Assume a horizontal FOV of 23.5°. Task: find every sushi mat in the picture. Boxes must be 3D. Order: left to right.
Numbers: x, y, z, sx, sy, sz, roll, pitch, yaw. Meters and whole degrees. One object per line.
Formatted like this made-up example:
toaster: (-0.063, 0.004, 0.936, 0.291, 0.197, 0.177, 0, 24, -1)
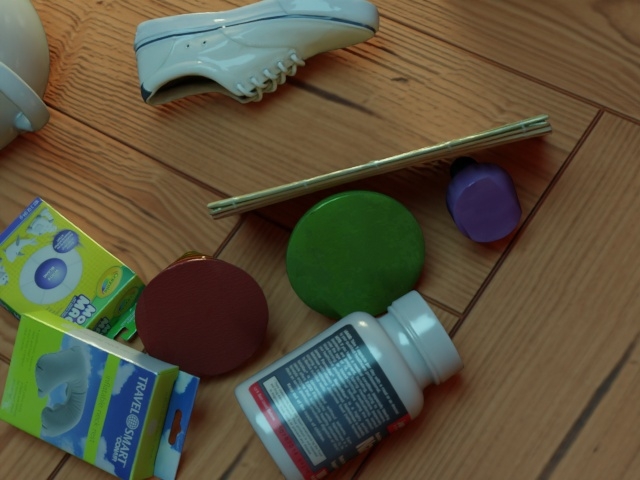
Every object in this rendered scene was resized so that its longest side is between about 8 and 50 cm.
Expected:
sushi mat: (0.054, -0.067, 1.411, 0.316, 0.151, 0.019, -15, 93, 8)

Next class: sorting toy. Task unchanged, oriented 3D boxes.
sorting toy: (0.000, 0.000, 1.425, 0.365, 0.127, 0.126, -22, 27, 0)

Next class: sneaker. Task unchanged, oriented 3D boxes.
sneaker: (-0.063, -0.185, 1.549, 0.258, 0.094, 0.091, -7, 77, 17)

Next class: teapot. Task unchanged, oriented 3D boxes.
teapot: (-0.406, -0.201, 1.572, 0.256, 0.187, 0.253, -11, 68, 5)

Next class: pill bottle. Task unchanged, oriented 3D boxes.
pill bottle: (0.027, 0.124, 1.320, 0.180, 0.108, 0.108, -32, 57, -3)

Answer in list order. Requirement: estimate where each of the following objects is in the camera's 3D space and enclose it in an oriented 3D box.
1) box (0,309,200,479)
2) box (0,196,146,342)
box: (-0.202, 0.143, 1.388, 0.178, 0.042, 0.109, 20, 103, 25)
box: (-0.247, 0.045, 1.487, 0.179, 0.043, 0.105, 35, 75, 28)
